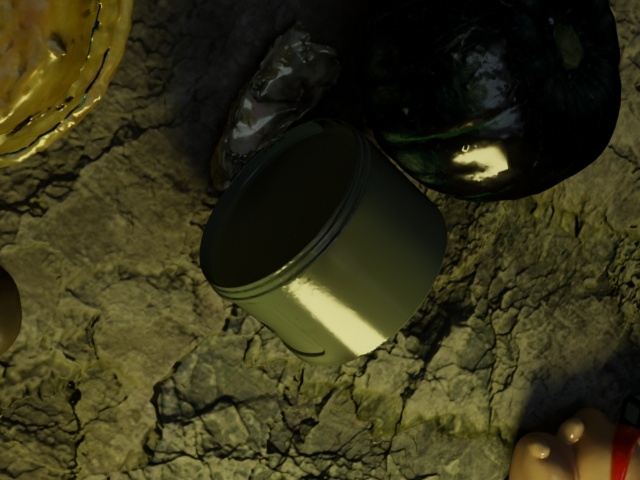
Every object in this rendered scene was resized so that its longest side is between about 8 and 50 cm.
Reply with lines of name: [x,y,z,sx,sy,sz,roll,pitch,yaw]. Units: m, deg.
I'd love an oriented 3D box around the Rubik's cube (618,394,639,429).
Rubik's cube: [0.536,0.332,1.694,0.187,0.182,0.184,1,108,-27]

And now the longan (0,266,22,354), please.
longan: [-0.347,0.071,1.221,0.119,0.106,0.106,-26,128,-61]

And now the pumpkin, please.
pumpkin: [0.169,-0.183,1.281,0.315,0.238,0.315,-2,92,-48]

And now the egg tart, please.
egg tart: [-0.342,-0.220,1.070,0.387,0.169,0.388,-9,117,-18]

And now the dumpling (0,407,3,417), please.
dumpling: [-0.409,0.200,1.217,0.188,0.127,0.108,-3,104,-31]

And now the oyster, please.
oyster: [-0.060,-0.152,1.302,0.200,0.061,0.106,-37,103,-11]

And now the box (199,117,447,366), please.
box: [0.000,0.000,1.278,0.226,0.226,0.149,-49,121,-1]

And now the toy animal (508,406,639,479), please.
toy animal: [0.357,0.315,1.622,0.197,0.171,0.171,-1,111,-13]
